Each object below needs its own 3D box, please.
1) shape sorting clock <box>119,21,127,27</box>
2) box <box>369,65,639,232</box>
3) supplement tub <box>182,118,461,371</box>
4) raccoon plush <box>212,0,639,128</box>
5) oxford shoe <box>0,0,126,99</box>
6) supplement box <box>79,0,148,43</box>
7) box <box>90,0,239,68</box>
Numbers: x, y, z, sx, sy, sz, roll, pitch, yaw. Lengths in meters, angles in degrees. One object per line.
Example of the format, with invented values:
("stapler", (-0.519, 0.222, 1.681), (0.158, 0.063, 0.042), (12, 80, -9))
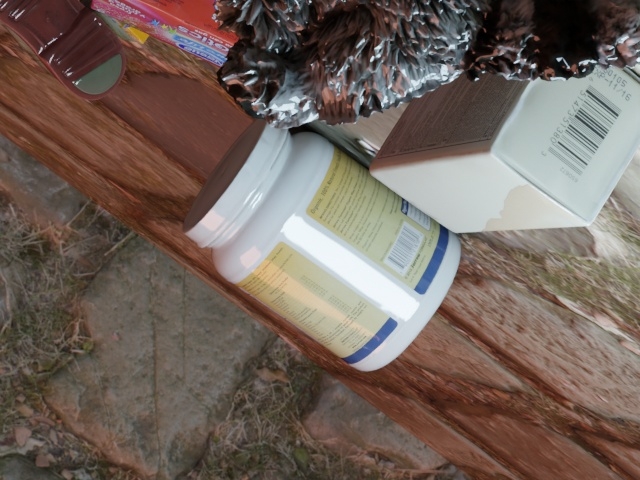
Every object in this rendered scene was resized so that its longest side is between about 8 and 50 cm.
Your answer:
("shape sorting clock", (-0.256, -0.318, 2.224), (0.206, 0.040, 0.206), (48, 174, 7))
("box", (0.177, -0.098, 1.766), (0.121, 0.148, 0.311), (35, 170, -15))
("supplement tub", (0.000, 0.000, 2.438), (0.316, 0.228, 0.228), (36, 168, -12))
("raccoon plush", (0.058, -0.278, 1.424), (0.446, 0.216, 0.299), (-10, 121, 13))
("oxford shoe", (-0.383, -0.321, 2.338), (0.130, 0.123, 0.348), (30, 156, 50))
("supplement box", (-0.266, -0.293, 2.415), (0.098, 0.036, 0.062), (19, 161, 51))
("box", (-0.082, -0.240, 1.811), (0.256, 0.128, 0.122), (24, 171, -8))
